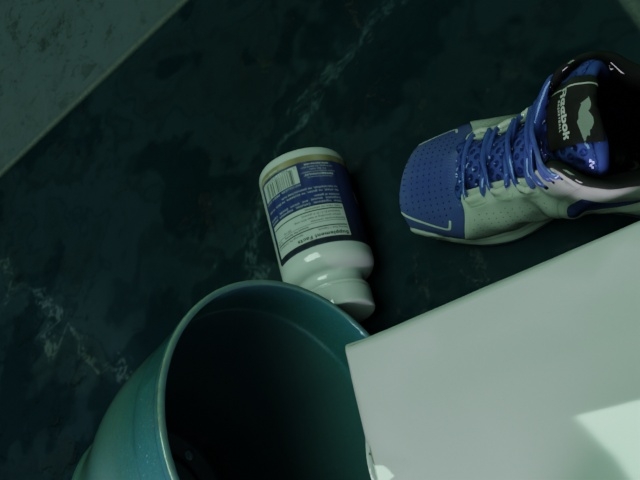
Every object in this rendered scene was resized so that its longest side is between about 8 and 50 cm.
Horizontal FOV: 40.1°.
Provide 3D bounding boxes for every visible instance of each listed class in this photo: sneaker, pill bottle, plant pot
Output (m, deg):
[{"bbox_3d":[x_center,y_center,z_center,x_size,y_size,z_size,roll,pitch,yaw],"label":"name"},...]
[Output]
[{"bbox_3d":[0.191,-0.078,0.703,0.316,0.182,0.127,-1,74,36],"label":"sneaker"},{"bbox_3d":[0.000,0.000,0.875,0.094,0.094,0.169,-29,61,26],"label":"pill bottle"},{"bbox_3d":[-0.089,0.212,0.783,0.255,0.272,0.271,-37,56,39],"label":"plant pot"}]

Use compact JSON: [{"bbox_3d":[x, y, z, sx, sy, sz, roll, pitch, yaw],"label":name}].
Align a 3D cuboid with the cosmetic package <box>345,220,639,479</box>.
[{"bbox_3d":[0.227,0.119,0.636,0.385,0.156,0.217,-26,62,29],"label":"cosmetic package"}]
